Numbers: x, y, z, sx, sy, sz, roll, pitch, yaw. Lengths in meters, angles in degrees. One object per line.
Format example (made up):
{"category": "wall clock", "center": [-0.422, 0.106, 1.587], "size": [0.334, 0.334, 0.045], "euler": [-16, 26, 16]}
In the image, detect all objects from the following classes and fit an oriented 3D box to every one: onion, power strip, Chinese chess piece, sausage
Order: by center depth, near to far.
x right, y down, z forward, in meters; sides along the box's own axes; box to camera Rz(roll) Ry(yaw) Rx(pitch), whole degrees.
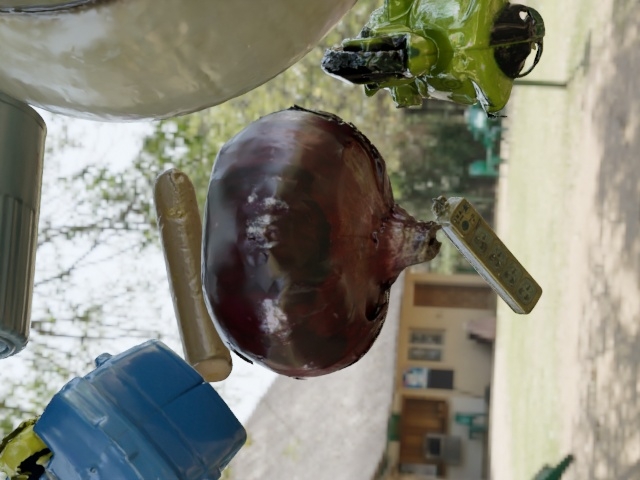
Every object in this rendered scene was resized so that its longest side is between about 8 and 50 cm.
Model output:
{"category": "Chinese chess piece", "center": [-0.084, -0.176, 0.499], "size": [0.103, 0.250, 0.249], "euler": [58, -145, -63]}
{"category": "onion", "center": [0.000, 0.000, 0.992], "size": [0.252, 0.219, 0.252], "euler": [-6, -90, -69]}
{"category": "sausage", "center": [-0.167, 0.038, 1.390], "size": [0.066, 0.066, 0.301], "euler": [79, 177, -58]}
{"category": "power strip", "center": [0.293, 0.025, 1.906], "size": [0.305, 0.044, 0.064], "euler": [46, -112, -25]}

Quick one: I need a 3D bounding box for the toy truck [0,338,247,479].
{"category": "toy truck", "center": [-0.216, 0.249, 1.002], "size": [0.162, 0.161, 0.385], "euler": [-35, -15, -47]}

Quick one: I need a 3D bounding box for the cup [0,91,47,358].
{"category": "cup", "center": [-0.520, -0.004, 1.418], "size": [0.257, 0.331, 0.311], "euler": [27, -125, -53]}

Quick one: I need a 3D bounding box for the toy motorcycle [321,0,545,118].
{"category": "toy motorcycle", "center": [0.122, -0.206, 1.125], "size": [0.342, 0.206, 0.142], "euler": [-59, -26, -74]}
